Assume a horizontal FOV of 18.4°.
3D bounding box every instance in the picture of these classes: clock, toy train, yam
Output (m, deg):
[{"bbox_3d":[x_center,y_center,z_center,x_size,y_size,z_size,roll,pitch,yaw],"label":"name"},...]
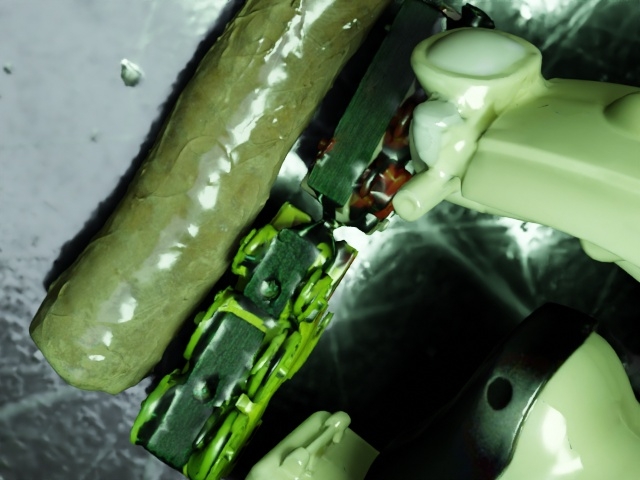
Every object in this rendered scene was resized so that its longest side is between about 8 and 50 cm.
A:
[{"bbox_3d":[0.115,0.069,0.783,0.276,0.120,0.379,35,124,12],"label":"clock"},{"bbox_3d":[0.000,0.000,0.888,0.053,0.085,0.249,35,98,7],"label":"toy train"},{"bbox_3d":[-0.027,-0.063,0.881,0.066,0.066,0.299,33,98,-11],"label":"yam"}]

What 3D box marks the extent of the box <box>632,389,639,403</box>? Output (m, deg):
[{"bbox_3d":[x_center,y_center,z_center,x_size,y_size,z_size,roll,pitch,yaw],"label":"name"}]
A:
[{"bbox_3d":[0.093,0.229,0.965,0.180,0.047,0.325,34,99,-10],"label":"box"}]
